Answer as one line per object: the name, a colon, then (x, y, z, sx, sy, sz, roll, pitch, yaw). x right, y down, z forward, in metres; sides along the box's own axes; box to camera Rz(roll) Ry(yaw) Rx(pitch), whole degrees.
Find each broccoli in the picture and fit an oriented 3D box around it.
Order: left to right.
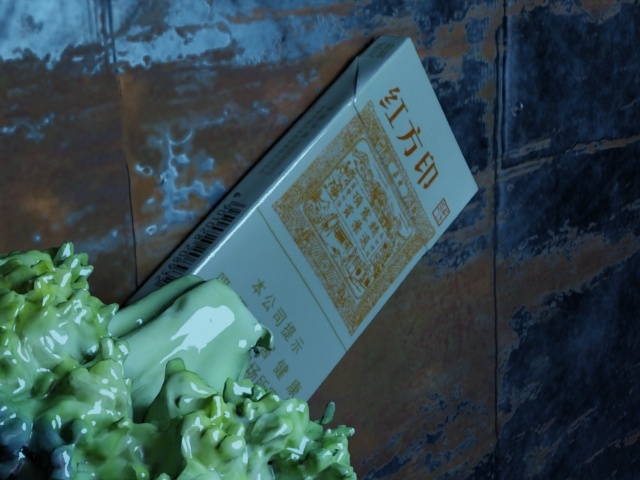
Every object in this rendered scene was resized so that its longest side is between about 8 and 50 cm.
broccoli: (-0.153, 0.140, 0.787, 0.281, 0.348, 0.293, -42, 173, -37)

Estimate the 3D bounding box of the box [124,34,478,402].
box: (0.001, 0.000, 1.023, 0.365, 0.051, 0.204, -49, 130, -23)
